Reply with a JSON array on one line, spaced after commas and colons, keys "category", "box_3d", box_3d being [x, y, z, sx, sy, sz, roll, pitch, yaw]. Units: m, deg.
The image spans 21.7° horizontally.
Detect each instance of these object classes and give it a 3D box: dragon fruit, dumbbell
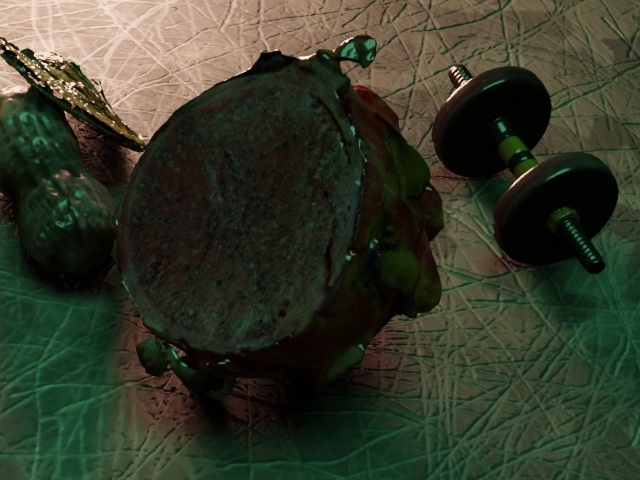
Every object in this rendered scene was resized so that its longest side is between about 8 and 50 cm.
[{"category": "dragon fruit", "box_3d": [0.000, 0.000, 1.572, 0.263, 0.314, 0.296, 27, 37, -55]}, {"category": "dumbbell", "box_3d": [0.220, -0.082, 1.815, 0.143, 0.143, 0.325, -9, 48, -26]}]

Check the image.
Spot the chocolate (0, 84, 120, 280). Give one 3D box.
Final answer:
[{"category": "chocolate", "box_3d": [-0.276, -0.061, 1.663, 0.110, 0.110, 0.248, -12, 48, -28]}]

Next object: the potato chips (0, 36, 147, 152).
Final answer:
[{"category": "potato chips", "box_3d": [-0.265, -0.159, 1.750, 0.202, 0.029, 0.220, 35, 8, -13]}]

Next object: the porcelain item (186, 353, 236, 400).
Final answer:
[{"category": "porcelain item", "box_3d": [-0.106, 0.117, 1.582, 0.036, 0.028, 0.083, -19, 52, -12]}]
